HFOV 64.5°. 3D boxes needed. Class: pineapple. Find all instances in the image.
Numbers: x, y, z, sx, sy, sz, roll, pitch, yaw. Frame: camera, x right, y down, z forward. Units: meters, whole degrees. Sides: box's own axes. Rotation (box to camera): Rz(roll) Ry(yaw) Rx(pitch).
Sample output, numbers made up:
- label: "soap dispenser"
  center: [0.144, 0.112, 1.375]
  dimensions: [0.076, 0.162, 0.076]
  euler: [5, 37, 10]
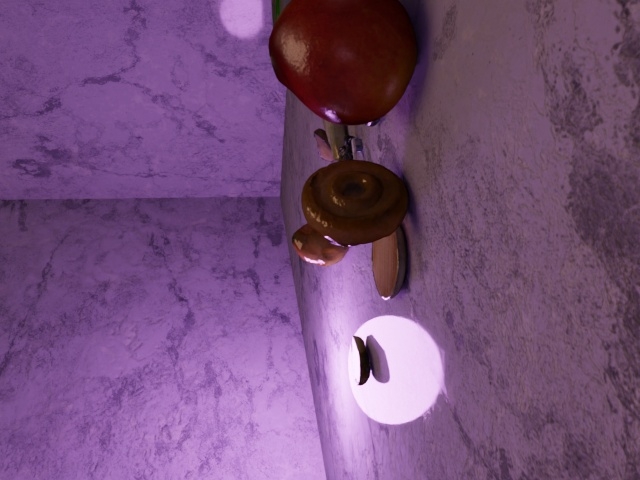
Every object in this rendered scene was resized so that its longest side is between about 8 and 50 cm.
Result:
- label: "pineapple"
  center: [0.101, -0.322, 1.927]
  dimensions: [0.074, 0.074, 0.159]
  euler: [-111, 27, -60]

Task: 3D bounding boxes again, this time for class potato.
- label: "potato"
  center: [0.043, -0.418, 2.165]
  dimensions: [0.100, 0.089, 0.172]
  euler: [28, 158, 29]
- label: "potato"
  center: [0.148, 0.430, 1.830]
  dimensions: [0.198, 0.054, 0.119]
  euler: [-100, 12, -58]

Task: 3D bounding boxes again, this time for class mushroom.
- label: "mushroom"
  center: [0.060, -0.465, 2.082]
  dimensions: [0.107, 0.087, 0.333]
  euler: [116, 148, -67]

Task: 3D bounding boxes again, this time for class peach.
- label: "peach"
  center: [0.000, 0.000, 2.074]
  dimensions: [0.214, 0.235, 0.214]
  euler: [175, 90, -70]
- label: "peach"
  center: [0.055, -0.499, 1.342]
  dimensions: [0.388, 0.388, 0.388]
  euler: [178, 90, -79]

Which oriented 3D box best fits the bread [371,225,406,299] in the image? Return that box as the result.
- label: "bread"
  center: [0.202, 0.048, 1.505]
  dimensions: [0.267, 0.040, 0.267]
  euler: [179, 90, -80]

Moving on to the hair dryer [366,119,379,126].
- label: "hair dryer"
  center: [0.171, -0.468, 1.604]
  dimensions: [0.100, 0.057, 0.198]
  euler: [126, 149, -73]

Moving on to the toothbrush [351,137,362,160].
- label: "toothbrush"
  center: [0.145, -0.190, 1.778]
  dimensions: [0.040, 0.040, 0.386]
  euler: [114, 152, -67]

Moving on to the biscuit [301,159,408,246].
- label: "biscuit"
  center: [0.093, -0.117, 1.383]
  dimensions: [0.102, 0.296, 0.296]
  euler: [89, 172, -47]

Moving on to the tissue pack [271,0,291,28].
- label: "tissue pack"
  center: [0.003, -0.767, 1.656]
  dimensions: [0.205, 0.331, 0.405]
  euler: [122, 146, -68]
